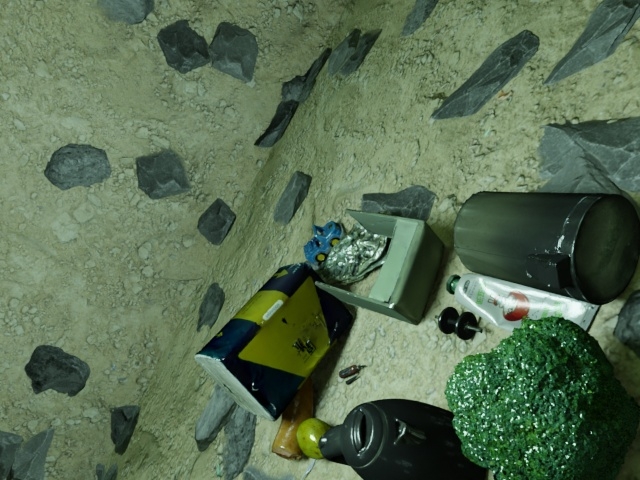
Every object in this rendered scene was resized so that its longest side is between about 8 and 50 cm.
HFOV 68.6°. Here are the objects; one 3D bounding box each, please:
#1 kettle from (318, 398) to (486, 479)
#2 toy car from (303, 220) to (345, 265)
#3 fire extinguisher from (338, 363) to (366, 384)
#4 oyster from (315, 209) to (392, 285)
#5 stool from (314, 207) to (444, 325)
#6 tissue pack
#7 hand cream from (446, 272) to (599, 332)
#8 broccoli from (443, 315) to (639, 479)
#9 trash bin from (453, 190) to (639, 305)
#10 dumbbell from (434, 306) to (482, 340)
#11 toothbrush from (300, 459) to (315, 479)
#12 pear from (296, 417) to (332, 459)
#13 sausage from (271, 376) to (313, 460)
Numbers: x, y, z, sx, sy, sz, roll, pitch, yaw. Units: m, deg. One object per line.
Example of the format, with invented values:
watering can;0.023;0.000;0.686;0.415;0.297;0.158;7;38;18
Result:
kettle;0.145;0.437;0.971;0.268;0.290;0.208;-36;38;40
toy car;0.000;0.000;1.791;0.191;0.100;0.097;-46;28;18
fire extinguisher;0.090;0.390;1.368;0.100;0.032;0.046;-40;24;44
oyster;0.112;0.042;1.539;0.350;0.158;0.162;-36;9;11
stool;0.168;0.068;1.302;0.269;0.170;0.244;13;74;37
tissue pack;-0.134;0.295;1.445;0.416;0.264;0.253;-47;17;-31
hand cream;0.421;0.143;1.035;0.336;0.076;0.121;21;84;55
broccoli;0.370;0.281;0.804;0.308;0.307;0.275;-54;-9;13
trash bin;0.443;-0.001;0.963;0.252;0.203;0.301;-26;18;-22
dumbbell;0.326;0.197;1.118;0.147;0.069;0.070;8;72;59
toothbrush;-0.029;0.650;1.348;0.011;0.013;0.131;29;89;52
pear;-0.011;0.551;1.307;0.131;0.107;0.107;3;67;56
sausage;-0.076;0.523;1.434;0.109;0.108;0.271;-35;35;39
